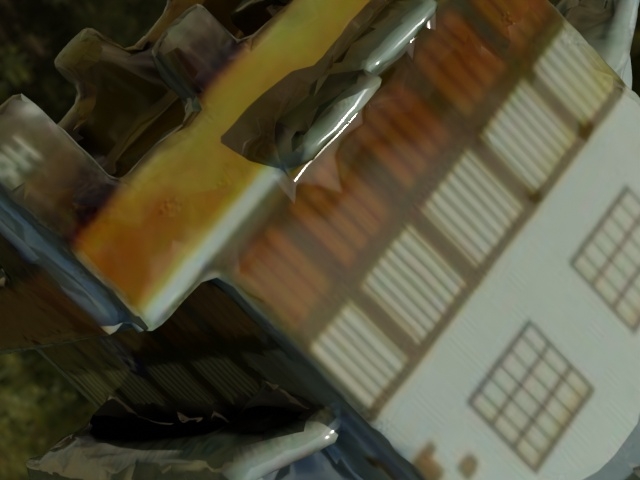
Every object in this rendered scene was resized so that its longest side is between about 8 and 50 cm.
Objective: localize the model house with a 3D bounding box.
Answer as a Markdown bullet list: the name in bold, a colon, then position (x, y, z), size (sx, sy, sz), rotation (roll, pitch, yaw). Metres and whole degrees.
- **model house**: position (0.000, 0.000, 0.538), size (0.198, 0.215, 0.224), rotation (-53, -163, -23)
